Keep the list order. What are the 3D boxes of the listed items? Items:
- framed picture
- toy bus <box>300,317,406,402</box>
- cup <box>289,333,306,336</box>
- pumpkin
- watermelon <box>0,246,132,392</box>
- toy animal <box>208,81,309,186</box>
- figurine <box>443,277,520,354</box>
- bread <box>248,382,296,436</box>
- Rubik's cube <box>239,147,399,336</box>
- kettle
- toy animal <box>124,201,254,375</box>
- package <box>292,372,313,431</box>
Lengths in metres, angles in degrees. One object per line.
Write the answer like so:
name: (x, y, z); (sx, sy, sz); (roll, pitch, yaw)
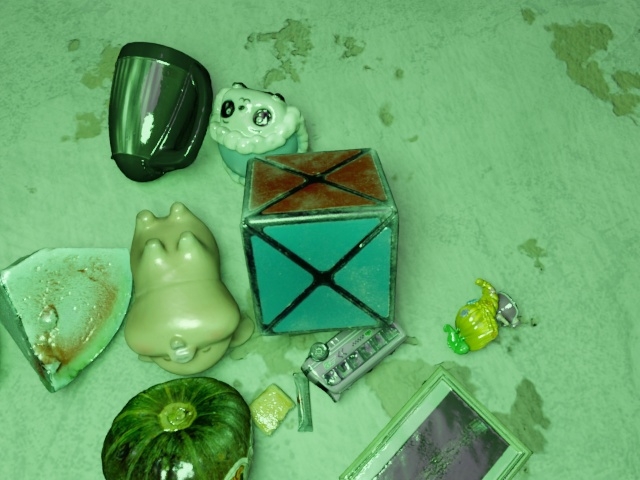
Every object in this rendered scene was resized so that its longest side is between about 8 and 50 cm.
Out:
framed picture: (0.214, 0.414, 0.998); (0.231, 0.018, 0.293); (43, 75, 15)
toy bus: (0.062, 0.212, 1.038); (0.198, 0.096, 0.108); (-36, 77, -15)
cup: (-0.025, 0.158, 1.089); (0.083, 0.075, 0.055); (-5, 106, -5)
pumpkin: (-0.239, 0.363, 0.930); (0.260, 0.190, 0.260); (5, 29, -3)
watermelon: (-0.491, 0.100, 1.018); (0.289, 0.214, 0.320); (-33, 59, -9)
toy animal: (-0.144, -0.217, 1.149); (0.208, 0.204, 0.156); (21, 67, 17)
figurine: (0.300, 0.147, 1.058); (0.156, 0.095, 0.115); (-28, 83, -14)
bread: (-0.095, 0.319, 1.029); (0.070, 0.035, 0.083); (38, 67, 13)
Rubik's cube: (0.000, 0.000, 0.990); (0.259, 0.260, 0.255); (-5, 34, 1)
kettle: (-0.345, -0.251, 1.172); (0.250, 0.207, 0.271); (12, 79, 2)
toy animal: (-0.268, 0.094, 1.027); (0.236, 0.269, 0.326); (-14, 37, -6)
package: (-0.033, 0.309, 1.037); (0.037, 0.015, 0.111); (7, 64, -30)
